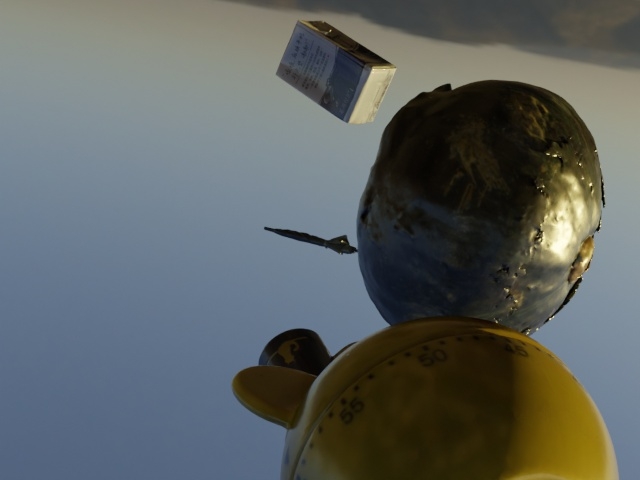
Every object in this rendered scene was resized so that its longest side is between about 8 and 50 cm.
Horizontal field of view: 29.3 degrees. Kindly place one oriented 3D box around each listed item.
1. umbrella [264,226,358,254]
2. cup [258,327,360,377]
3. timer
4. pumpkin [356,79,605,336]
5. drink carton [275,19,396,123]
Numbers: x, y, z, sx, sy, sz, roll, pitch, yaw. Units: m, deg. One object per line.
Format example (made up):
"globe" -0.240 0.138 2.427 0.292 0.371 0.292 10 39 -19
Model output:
"umbrella" -0.001 -0.003 2.515 0.269 0.044 0.044 16 152 22
"cup" 0.014 0.326 2.769 0.255 0.178 0.256 -13 -134 -20
"timer" 0.115 0.236 1.268 0.376 0.376 0.387 6 -166 -22
"pumpkin" 0.255 -0.032 1.875 0.344 0.454 0.454 18 -167 29
"drink carton" 0.029 -0.355 2.555 0.222 0.134 0.102 37 -151 26
